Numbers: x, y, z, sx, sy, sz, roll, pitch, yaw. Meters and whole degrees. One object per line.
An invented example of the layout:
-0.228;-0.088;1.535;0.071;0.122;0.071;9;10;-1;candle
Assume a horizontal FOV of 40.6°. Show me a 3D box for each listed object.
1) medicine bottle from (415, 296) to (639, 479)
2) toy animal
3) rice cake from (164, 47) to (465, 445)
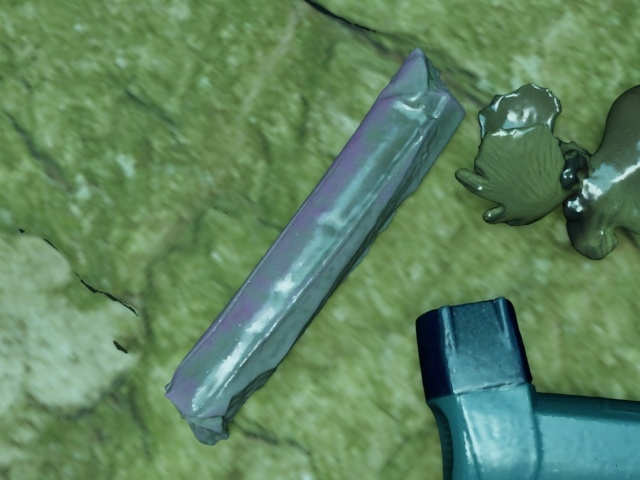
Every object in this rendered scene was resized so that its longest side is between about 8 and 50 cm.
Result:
0.174;0.106;0.460;0.259;0.079;0.124;8;75;4;medicine bottle
0.195;-0.058;0.507;0.186;0.093;0.214;38;72;7;toy animal
0.001;0.000;0.509;0.049;0.055;0.270;34;81;15;rice cake
